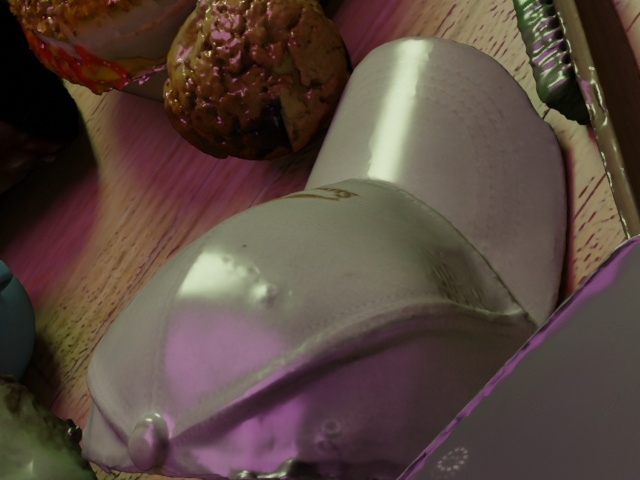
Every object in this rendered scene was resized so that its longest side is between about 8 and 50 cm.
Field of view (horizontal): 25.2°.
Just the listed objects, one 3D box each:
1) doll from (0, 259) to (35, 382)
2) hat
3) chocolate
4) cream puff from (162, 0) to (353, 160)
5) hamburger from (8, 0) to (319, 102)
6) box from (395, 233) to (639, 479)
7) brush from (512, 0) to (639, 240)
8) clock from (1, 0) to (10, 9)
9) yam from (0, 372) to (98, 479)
[{"bbox_3d":[-0.319,0.103,1.040,0.314,0.141,0.177,-37,-1,30],"label":"doll"},{"bbox_3d":[0.003,0.007,0.765,0.258,0.168,0.301,-5,57,40],"label":"hat"},{"bbox_3d":[-0.361,-0.115,1.180,0.210,0.225,0.340,-51,51,15],"label":"chocolate"},{"bbox_3d":[-0.040,-0.106,0.910,0.119,0.133,0.104,12,51,5],"label":"cream puff"},{"bbox_3d":[-0.110,-0.236,1.031,0.294,0.179,0.276,-46,40,14],"label":"hamburger"},{"bbox_3d":[0.134,0.119,0.580,0.243,0.135,0.163,-47,41,12],"label":"box"},{"bbox_3d":[0.147,-0.063,0.753,0.048,0.054,0.282,-41,41,32],"label":"brush"},{"bbox_3d":[-0.358,-0.248,1.404,0.215,0.042,0.215,-25,49,33],"label":"clock"},{"bbox_3d":[-0.287,0.209,0.889,0.300,0.195,0.195,-34,44,36],"label":"yam"}]
